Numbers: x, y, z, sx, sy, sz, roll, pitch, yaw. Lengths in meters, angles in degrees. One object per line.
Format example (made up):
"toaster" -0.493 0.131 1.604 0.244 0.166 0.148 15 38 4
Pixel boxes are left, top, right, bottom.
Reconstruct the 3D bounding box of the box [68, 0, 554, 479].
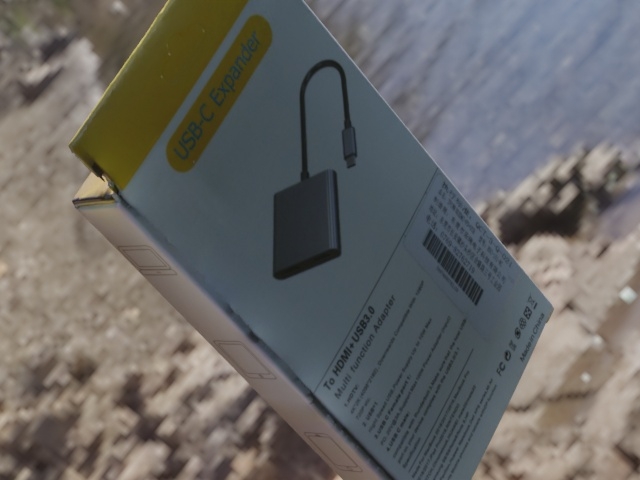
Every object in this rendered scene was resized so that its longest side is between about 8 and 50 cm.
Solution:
"box" 0.000 0.000 0.739 0.033 0.247 0.129 -4 47 47
